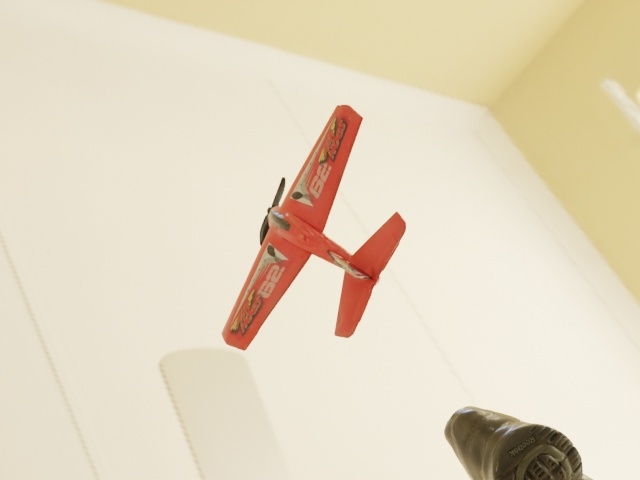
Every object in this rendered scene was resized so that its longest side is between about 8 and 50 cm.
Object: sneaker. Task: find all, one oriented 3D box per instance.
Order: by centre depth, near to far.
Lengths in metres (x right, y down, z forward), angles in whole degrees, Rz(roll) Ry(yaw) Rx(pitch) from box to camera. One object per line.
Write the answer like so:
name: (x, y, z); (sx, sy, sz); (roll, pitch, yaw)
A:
sneaker: (0.226, 0.256, 1.050); (0.130, 0.109, 0.286); (25, 156, 55)

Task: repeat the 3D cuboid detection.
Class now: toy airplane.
toy airplane: (0.000, 0.000, 0.555); (0.028, 0.151, 0.151); (25, -148, -27)
